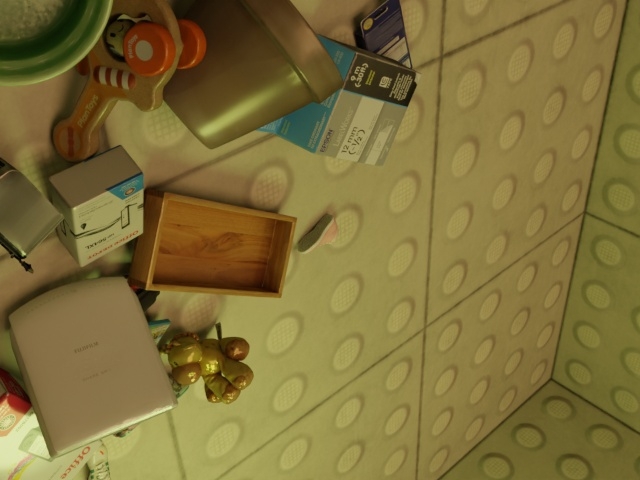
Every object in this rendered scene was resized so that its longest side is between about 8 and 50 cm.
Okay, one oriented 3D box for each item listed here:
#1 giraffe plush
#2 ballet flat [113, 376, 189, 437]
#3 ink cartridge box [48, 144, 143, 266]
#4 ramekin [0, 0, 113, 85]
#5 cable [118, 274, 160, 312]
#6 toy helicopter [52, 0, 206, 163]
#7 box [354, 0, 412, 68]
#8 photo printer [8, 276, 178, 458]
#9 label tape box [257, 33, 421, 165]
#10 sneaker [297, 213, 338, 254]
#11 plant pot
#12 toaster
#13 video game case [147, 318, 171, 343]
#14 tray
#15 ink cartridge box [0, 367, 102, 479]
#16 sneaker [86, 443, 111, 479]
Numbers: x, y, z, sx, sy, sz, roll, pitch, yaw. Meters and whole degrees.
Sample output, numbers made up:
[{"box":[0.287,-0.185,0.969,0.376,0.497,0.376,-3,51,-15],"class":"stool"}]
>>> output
[{"box":[-0.282,0.280,1.799,0.170,0.210,0.181,12,130,-46],"class":"giraffe plush"},{"box":[-0.410,0.375,1.813,0.221,0.077,0.079,-34,117,-27],"class":"ballet flat"},{"box":[-0.413,-0.062,1.430,0.148,0.086,0.203,-33,159,-28],"class":"ink cartridge box"},{"box":[-0.460,-0.387,1.096,0.303,0.148,0.303,-10,117,-20],"class":"ramekin"},{"box":[-0.378,0.094,1.685,0.287,0.072,0.139,-44,125,-36],"class":"cable"},{"box":[-0.378,-0.286,1.313,0.355,0.235,0.140,-51,177,27],"class":"toy helicopter"},{"box":[0.154,-0.479,1.870,0.136,0.036,0.225,-42,142,-20],"class":"box"},{"box":[-0.449,0.230,1.492,0.256,0.308,0.107,-19,169,-20],"class":"photo printer"},{"box":[0.046,-0.321,1.770,0.347,0.115,0.249,3,117,-45],"class":"label tape box"},{"box":[0.000,0.000,2.016,0.134,0.051,0.070,-49,137,-19],"class":"sneaker"},{"box":[-0.161,-0.331,1.444,0.280,0.323,0.323,-39,142,3],"class":"plant pot"},{"box":[-0.539,-0.065,1.280,0.110,0.168,0.186,-47,141,-15],"class":"toaster"},{"box":[-0.413,0.248,1.710,0.166,0.015,0.119,-55,161,14],"class":"video game case"},{"box":[-0.231,0.016,1.723,0.411,0.076,0.203,9,93,-51],"class":"tray"},{"box":[-0.628,0.411,1.541,0.226,0.131,0.306,-50,140,-11],"class":"ink cartridge box"},{"box":[-0.515,0.551,1.805,0.057,0.075,0.161,-18,128,-40],"class":"sneaker"}]
